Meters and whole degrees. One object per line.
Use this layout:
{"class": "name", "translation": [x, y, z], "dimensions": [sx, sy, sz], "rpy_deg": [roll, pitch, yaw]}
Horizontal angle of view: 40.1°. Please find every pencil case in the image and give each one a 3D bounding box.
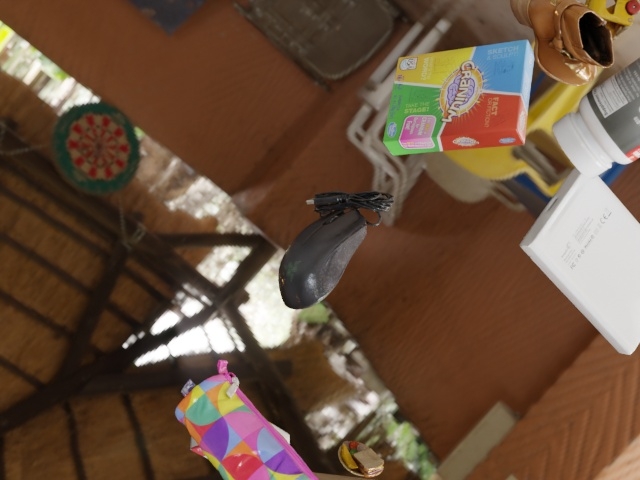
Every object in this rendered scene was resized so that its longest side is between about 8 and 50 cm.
{"class": "pencil case", "translation": [-0.091, 0.273, 1.135], "dimensions": [0.236, 0.104, 0.104], "rpy_deg": [47, -173, 21]}

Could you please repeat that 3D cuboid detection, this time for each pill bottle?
{"class": "pill bottle", "translation": [0.604, -0.249, 1.683], "dimensions": [0.161, 0.283, 0.161], "rpy_deg": [38, -148, -28]}

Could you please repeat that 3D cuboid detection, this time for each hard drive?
{"class": "hard drive", "translation": [0.601, 0.041, 1.862], "dimensions": [0.353, 0.233, 0.047], "rpy_deg": [44, 162, -17]}

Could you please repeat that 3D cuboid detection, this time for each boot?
{"class": "boot", "translation": [0.506, -0.377, 1.698], "dimensions": [0.283, 0.109, 0.220], "rpy_deg": [47, 180, -34]}

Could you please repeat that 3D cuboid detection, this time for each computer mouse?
{"class": "computer mouse", "translation": [0.000, 0.000, 1.571], "dimensions": [0.188, 0.272, 0.072], "rpy_deg": [1, 140, 41]}

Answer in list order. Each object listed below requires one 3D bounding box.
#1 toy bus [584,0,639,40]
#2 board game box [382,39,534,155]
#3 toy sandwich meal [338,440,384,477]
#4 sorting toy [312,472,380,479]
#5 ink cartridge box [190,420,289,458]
{"class": "toy bus", "translation": [0.580, -0.504, 1.736], "dimensions": [0.104, 0.191, 0.202], "rpy_deg": [17, -143, 0]}
{"class": "board game box", "translation": [0.315, -0.323, 1.998], "dimensions": [0.316, 0.242, 0.064], "rpy_deg": [-2, 153, 29]}
{"class": "toy sandwich meal", "translation": [0.071, 0.382, 1.546], "dimensions": [0.085, 0.029, 0.085], "rpy_deg": [16, -148, -11]}
{"class": "sorting toy", "translation": [0.106, 0.638, 2.057], "dimensions": [0.257, 0.089, 0.255], "rpy_deg": [11, 180, -14]}
{"class": "ink cartridge box", "translation": [-0.165, 0.420, 1.826], "dimensions": [0.175, 0.127, 0.072], "rpy_deg": [42, -145, -40]}
